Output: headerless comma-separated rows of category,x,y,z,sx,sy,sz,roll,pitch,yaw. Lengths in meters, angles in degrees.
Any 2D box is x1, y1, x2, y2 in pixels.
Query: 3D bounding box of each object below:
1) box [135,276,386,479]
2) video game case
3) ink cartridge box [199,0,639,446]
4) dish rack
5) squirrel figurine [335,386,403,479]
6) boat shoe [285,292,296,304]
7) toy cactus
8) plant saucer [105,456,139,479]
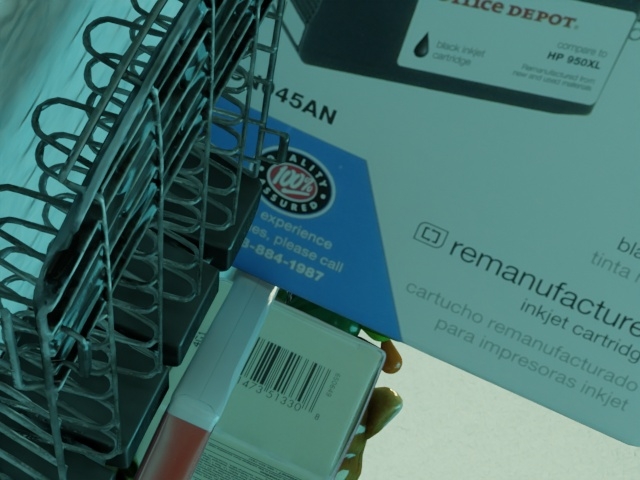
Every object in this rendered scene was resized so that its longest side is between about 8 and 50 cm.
box,-0.057,0.159,1.284,0.232,0.149,0.127,110,5,-56
video game case,-0.098,0.164,0.810,0.204,0.025,0.285,-68,-177,-73
ink cartridge box,0.119,-0.139,0.800,0.166,0.285,0.395,-59,172,-60
dish rack,-0.074,-0.007,0.587,0.271,0.074,0.208,104,9,-62
squirrel figurine,-0.042,0.304,1.621,0.397,0.281,0.370,-59,166,-82
boat shoe,0.000,0.000,1.781,0.070,0.078,0.219,31,73,-46
toy cactus,-0.018,0.065,1.391,0.180,0.219,0.112,-20,125,-33
plant saucer,-0.146,0.170,0.865,0.188,0.045,0.188,101,13,-77
